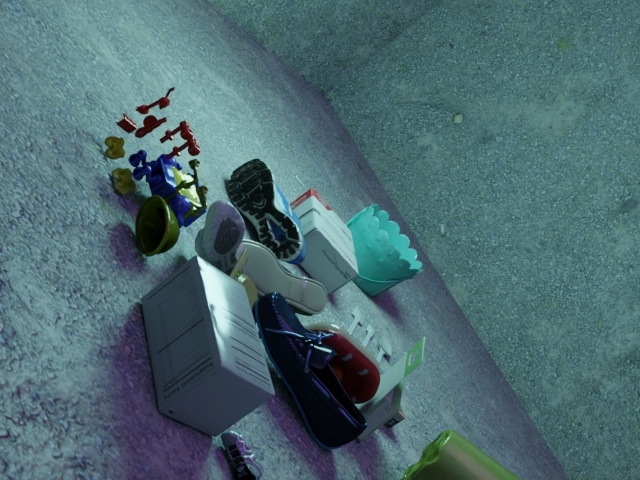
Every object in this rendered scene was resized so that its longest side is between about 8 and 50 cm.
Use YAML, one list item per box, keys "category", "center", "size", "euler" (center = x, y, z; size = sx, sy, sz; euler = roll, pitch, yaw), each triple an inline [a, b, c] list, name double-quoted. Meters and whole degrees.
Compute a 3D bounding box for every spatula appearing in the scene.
- category: "spatula"
  center: [0.138, 0.279, 2.366]
  size: [0.168, 0.019, 0.242]
  euler: [54, 15, -2]

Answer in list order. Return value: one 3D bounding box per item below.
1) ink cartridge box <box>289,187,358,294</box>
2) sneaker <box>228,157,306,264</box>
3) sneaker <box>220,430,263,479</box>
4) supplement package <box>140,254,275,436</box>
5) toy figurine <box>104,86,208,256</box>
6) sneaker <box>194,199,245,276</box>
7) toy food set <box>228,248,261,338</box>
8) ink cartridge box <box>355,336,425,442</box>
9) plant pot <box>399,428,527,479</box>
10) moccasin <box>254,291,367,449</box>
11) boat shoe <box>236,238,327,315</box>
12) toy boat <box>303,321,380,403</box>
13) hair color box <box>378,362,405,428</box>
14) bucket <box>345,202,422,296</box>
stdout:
- category: "ink cartridge box"
  center: [0.000, 0.000, 2.393]
  size: [0.197, 0.114, 0.273]
  euler: [48, 15, -22]
- category: "sneaker"
  center: [-0.134, -0.067, 2.180]
  size: [0.330, 0.129, 0.147]
  euler: [64, 4, 25]
- category: "sneaker"
  center: [-0.129, 0.356, 1.338]
  size: [0.098, 0.038, 0.069]
  euler: [50, 14, -9]
- category: "supplement package"
  center: [-0.190, 0.173, 1.375]
  size: [0.134, 0.139, 0.244]
  euler: [38, 22, -42]
- category: "toy figurine"
  center: [-0.272, -0.101, 1.682]
  size: [0.217, 0.191, 0.363]
  euler: [42, 19, -52]
- category: "sneaker"
  center: [-0.217, -0.001, 1.683]
  size: [0.115, 0.090, 0.232]
  euler: [45, -35, 32]
- category: "toy food set"
  center: [-0.159, 0.127, 1.670]
  size: [0.132, 0.038, 0.192]
  euler: [-65, 147, -58]
- category: "ink cartridge box"
  center: [0.166, 0.336, 1.894]
  size: [0.056, 0.235, 0.171]
  euler: [47, 15, -3]
- category: "plant pot"
  center: [0.324, 0.570, 1.863]
  size: [0.254, 0.276, 0.276]
  euler: [43, 14, 8]
- category: "moccasin"
  center: [-0.010, 0.249, 1.696]
  size: [0.342, 0.116, 0.137]
  euler: [60, 25, -2]
- category: "boat shoe"
  center: [-0.118, 0.095, 1.907]
  size: [0.335, 0.095, 0.112]
  euler: [33, 60, -44]
- category: "toy boat"
  center: [0.026, 0.293, 1.824]
  size: [0.231, 0.151, 0.151]
  euler: [44, 48, -30]
- category: "hair color box"
  center: [0.151, 0.380, 2.107]
  size: [0.093, 0.053, 0.167]
  euler: [44, 18, -33]
- category: "bucket"
  center: [0.181, 0.038, 2.728]
  size: [0.281, 0.183, 0.281]
  euler: [48, 15, -17]
